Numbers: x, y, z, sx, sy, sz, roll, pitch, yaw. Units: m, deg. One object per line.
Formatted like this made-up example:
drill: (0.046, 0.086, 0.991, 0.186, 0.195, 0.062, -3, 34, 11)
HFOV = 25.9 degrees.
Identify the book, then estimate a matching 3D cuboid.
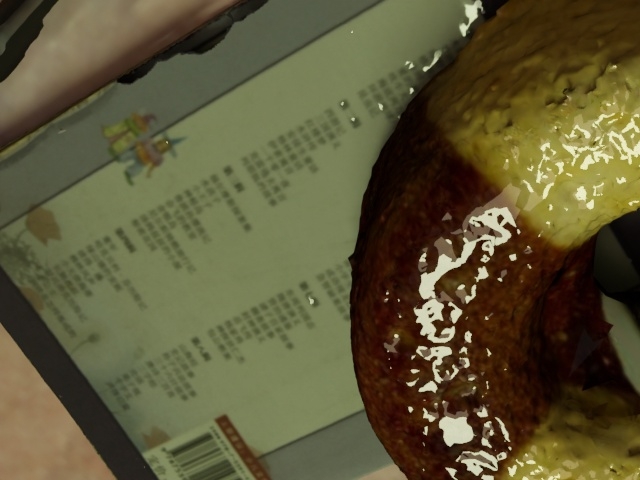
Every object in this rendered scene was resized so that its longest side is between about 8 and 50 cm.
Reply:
book: (0.000, 0.000, 0.446, 0.231, 0.026, 0.157, -27, 106, 24)

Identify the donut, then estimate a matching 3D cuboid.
donut: (0.087, 0.015, 0.377, 0.184, 0.073, 0.166, -38, 98, 25)
